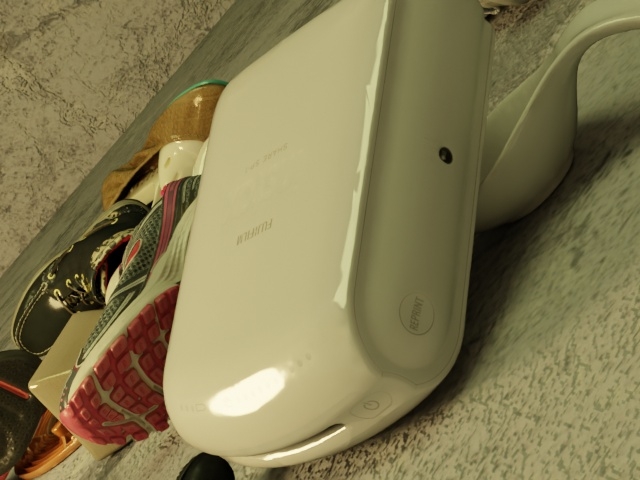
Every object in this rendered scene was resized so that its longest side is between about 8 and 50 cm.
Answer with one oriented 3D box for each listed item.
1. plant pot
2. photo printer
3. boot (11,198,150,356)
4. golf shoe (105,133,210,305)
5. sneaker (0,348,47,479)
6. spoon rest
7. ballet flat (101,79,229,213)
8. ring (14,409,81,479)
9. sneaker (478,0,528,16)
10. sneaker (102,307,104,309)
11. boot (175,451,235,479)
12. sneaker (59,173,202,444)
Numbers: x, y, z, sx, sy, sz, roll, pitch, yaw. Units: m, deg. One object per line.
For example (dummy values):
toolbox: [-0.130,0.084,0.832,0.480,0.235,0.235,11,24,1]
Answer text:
plant pot: [-0.192,0.127,1.484,0.096,0.109,0.109,-23,27,37]
photo printer: [0.000,0.000,1.058,0.256,0.107,0.307,-26,49,52]
boot: [-0.280,0.057,1.838,0.236,0.085,0.178,-48,16,0]
golf shoe: [-0.090,-0.017,1.576,0.306,0.115,0.140,-58,26,-8]
sneaker: [-0.397,0.238,1.725,0.314,0.116,0.136,-56,3,14]
spoon rest: [0.159,-0.089,1.022,0.276,0.084,0.137,-33,21,45]
ballet flat: [-0.210,-0.090,2.129,0.342,0.116,0.124,-34,40,46]
ring: [-0.244,0.131,1.770,0.336,0.032,0.336,-44,15,15]
sneaker: [0.133,-0.229,1.512,0.281,0.105,0.115,-159,80,-73]
sneaker: [-0.284,0.044,2.051,0.188,0.066,0.071,-53,13,-17]
boot: [-0.073,0.191,1.059,0.099,0.045,0.121,-33,28,54]
sneaker: [-0.147,0.061,1.415,0.112,0.121,0.299,5,47,34]
